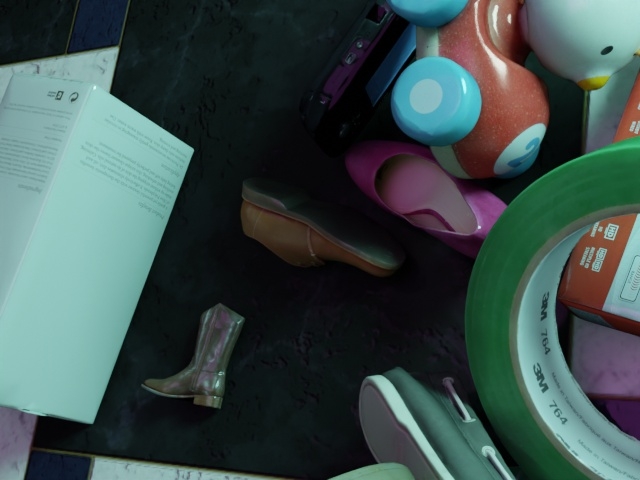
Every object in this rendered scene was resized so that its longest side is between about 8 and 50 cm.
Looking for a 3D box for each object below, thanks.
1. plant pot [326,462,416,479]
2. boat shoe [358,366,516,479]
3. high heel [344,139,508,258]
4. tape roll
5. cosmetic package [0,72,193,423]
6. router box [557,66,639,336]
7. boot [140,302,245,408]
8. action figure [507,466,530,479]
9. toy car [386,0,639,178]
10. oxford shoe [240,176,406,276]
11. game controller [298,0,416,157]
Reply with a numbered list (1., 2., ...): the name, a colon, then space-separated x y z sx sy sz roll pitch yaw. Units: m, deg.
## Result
1. plant pot: 0.008 0.356 0.634 0.323 0.323 0.280 -42 64 10
2. boat shoe: 0.134 0.213 0.757 0.095 0.112 0.335 -10 35 -18
3. high heel: 0.094 -0.048 0.945 0.244 0.117 0.082 39 103 34
4. tape roll: 0.267 0.081 0.725 0.321 0.077 0.322 14 113 35
5. cosmetic package: -0.316 0.012 1.124 0.155 0.197 0.366 14 78 34
6. router box: 0.400 -0.055 0.790 0.301 0.082 0.336 17 81 34
7. boot: -0.143 0.124 1.072 0.106 0.037 0.114 8 79 19
8. action figure: 0.073 0.270 0.871 0.232 0.063 0.137 -6 57 25
9. toy car: 0.208 -0.171 0.846 0.237 0.219 0.211 -7 81 29
10. oxford shoe: 0.000 0.000 1.029 0.212 0.076 0.076 25 116 33
11. game controller: 0.090 -0.228 0.995 0.067 0.166 0.319 36 92 18
